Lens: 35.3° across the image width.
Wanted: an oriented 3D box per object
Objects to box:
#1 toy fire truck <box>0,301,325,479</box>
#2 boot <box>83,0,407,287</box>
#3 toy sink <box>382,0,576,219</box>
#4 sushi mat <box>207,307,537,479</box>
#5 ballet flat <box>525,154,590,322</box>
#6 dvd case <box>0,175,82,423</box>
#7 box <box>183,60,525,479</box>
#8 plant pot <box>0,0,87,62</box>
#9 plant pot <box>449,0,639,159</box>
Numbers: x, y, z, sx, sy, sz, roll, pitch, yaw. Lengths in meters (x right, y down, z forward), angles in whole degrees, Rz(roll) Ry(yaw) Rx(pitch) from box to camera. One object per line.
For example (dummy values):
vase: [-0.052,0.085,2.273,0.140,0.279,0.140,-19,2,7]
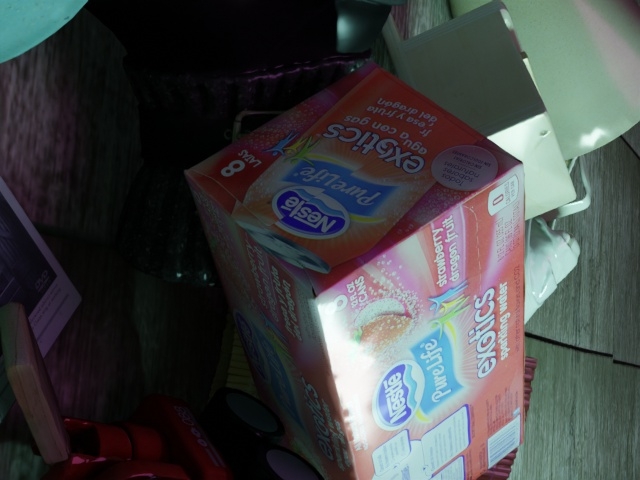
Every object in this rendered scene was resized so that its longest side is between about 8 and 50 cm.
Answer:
toy fire truck: [-0.097,0.156,0.586,0.246,0.217,0.158,22,106,-42]
boot: [-0.109,-0.102,0.644,0.348,0.131,0.260,7,119,-31]
toy sink: [0.167,-0.149,1.067,0.152,0.131,0.234,54,17,-49]
sushi mat: [0.049,0.148,0.858,0.317,0.019,0.151,14,92,-29]
ballet flat: [0.318,-0.031,1.454,0.139,0.139,0.400,50,47,-51]
dvd case: [-0.229,0.012,0.522,0.179,0.030,0.238,-64,144,-40]
box: [0.035,0.057,0.678,0.154,0.142,0.299,-33,140,-18]
plant pot: [-0.196,-0.186,0.354,0.255,0.272,0.271,30,63,-69]
plant pot: [0.279,-0.283,1.295,0.274,0.257,0.256,50,45,-28]
